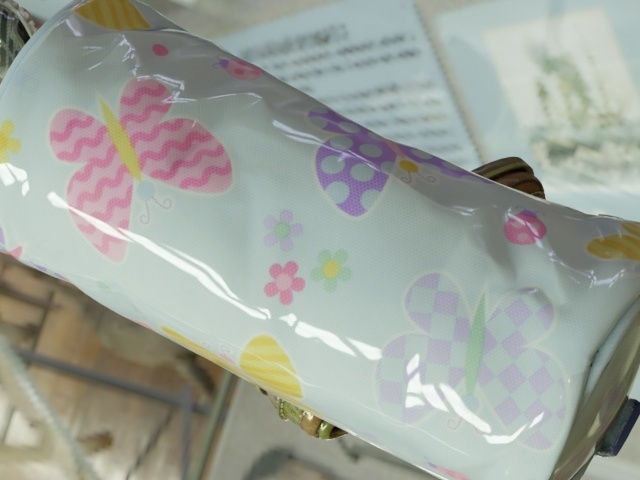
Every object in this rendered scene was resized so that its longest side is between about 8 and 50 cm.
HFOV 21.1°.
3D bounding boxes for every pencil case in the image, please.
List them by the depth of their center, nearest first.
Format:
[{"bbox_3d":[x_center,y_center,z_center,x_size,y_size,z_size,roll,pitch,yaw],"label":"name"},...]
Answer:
[{"bbox_3d":[0.000,0.000,0.671,0.124,0.273,0.113,-63,-16,-11],"label":"pencil case"}]

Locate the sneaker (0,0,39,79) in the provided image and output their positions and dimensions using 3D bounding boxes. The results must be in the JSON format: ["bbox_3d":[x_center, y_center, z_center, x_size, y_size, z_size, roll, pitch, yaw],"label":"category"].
[{"bbox_3d":[-0.283,-0.169,1.354,0.075,0.170,0.063,-31,-20,-36],"label":"sneaker"}]

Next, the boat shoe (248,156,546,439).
[{"bbox_3d":[0.083,0.052,1.387,0.307,0.104,0.111,-38,-30,-19],"label":"boat shoe"}]
